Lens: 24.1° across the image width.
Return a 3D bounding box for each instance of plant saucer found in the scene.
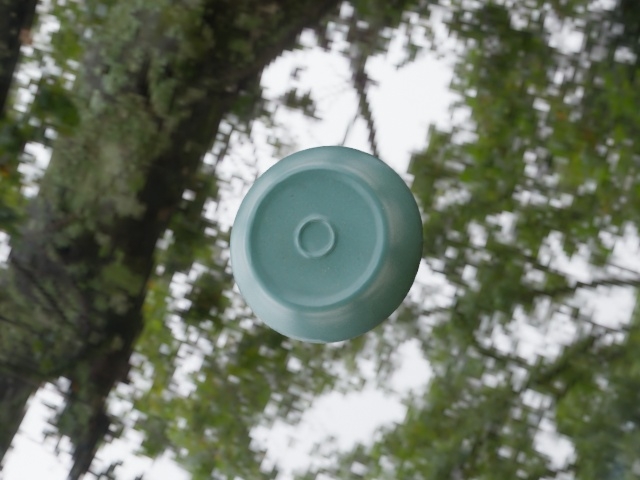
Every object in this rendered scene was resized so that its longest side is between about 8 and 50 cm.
[{"bbox_3d":[0.000,0.000,0.879,0.119,0.119,0.021,-69,-19,-4],"label":"plant saucer"}]
